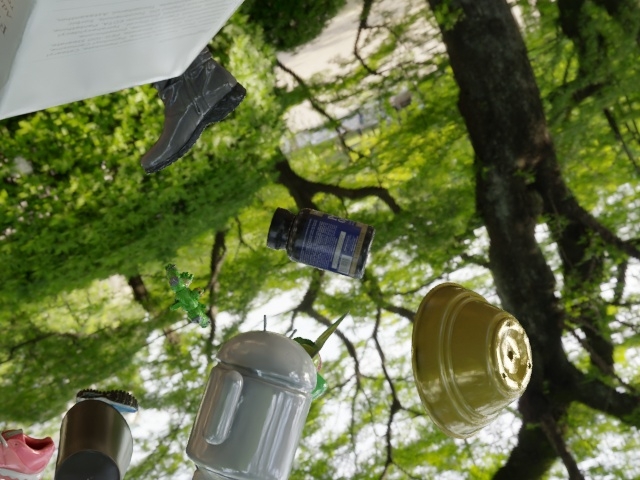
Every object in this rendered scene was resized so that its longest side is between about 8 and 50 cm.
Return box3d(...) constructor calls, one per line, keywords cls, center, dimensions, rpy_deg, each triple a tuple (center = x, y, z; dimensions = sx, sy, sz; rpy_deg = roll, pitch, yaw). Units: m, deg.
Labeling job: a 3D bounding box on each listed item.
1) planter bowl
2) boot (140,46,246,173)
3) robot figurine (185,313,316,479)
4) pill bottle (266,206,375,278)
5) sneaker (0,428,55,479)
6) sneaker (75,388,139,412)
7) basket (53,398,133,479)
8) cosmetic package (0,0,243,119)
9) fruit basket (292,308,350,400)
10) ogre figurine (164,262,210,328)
box3d(cls="planter bowl", center=(0.223, 0.157, 0.905), dimensions=(0.090, 0.217, 0.217), rpy_deg=(-15, -173, 42))
box3d(cls="boot", center=(-0.370, -0.340, 1.636), dimensions=(0.338, 0.222, 0.118), rpy_deg=(-42, -154, 5))
box3d(cls="robot figurine", center=(-0.127, 0.321, 1.254), dimensions=(0.200, 0.353, 0.300), rpy_deg=(13, 166, 18))
box3d(cls="pill bottle", center=(0.000, 0.000, 1.456), dimensions=(0.219, 0.122, 0.123), rpy_deg=(16, -174, 4))
box3d(cls="sneaker", center=(-0.805, 0.510, 1.652), dimensions=(0.314, 0.116, 0.136), rpy_deg=(30, 99, -46))
box3d(cls="sneaker", center=(-0.561, 0.437, 1.759), dimensions=(0.162, 0.073, 0.063), rpy_deg=(9, -163, -6))
box3d(cls="basket", center=(-0.484, 0.468, 1.420), dimensions=(0.154, 0.204, 0.227), rpy_deg=(-20, -172, -12))
box3d(cls="cosmetic package", center=(-0.313, -0.407, 0.873), dimensions=(0.328, 0.329, 0.394), rpy_deg=(-26, -179, -35))
box3d(cls="fruit basket", center=(-0.091, 0.321, 1.625), dimensions=(0.327, 0.165, 0.353), rpy_deg=(-45, -176, 28))
box3d(cls="ogre figurine", center=(-0.358, 0.156, 1.795), dimensions=(0.097, 0.196, 0.118), rpy_deg=(-11, -174, -8))
